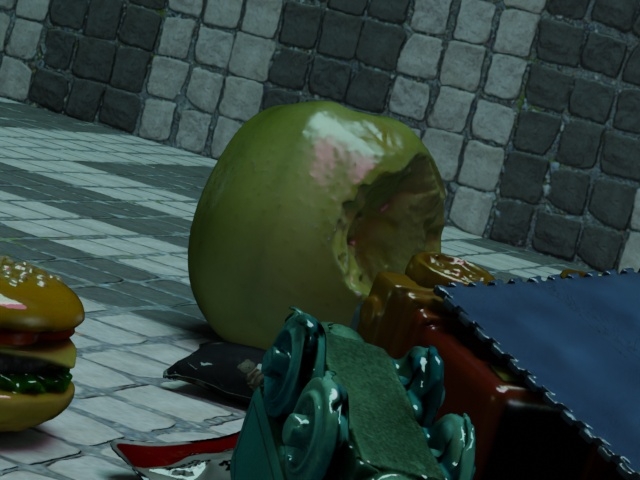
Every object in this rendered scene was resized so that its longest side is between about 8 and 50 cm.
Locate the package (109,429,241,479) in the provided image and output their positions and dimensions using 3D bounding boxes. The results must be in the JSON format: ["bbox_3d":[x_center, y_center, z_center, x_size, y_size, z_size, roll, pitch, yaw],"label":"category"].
[{"bbox_3d":[-0.017,0.175,1.235,0.154,0.030,0.239,2,15,-43],"label":"package"}]

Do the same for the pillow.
[{"bbox_3d":[-0.047,0.116,1.594,0.150,0.048,0.090,12,-2,13],"label":"pillow"}]

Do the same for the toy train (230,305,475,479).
[{"bbox_3d":[0.012,0.132,1.067,0.107,0.154,0.198,13,23,-17],"label":"toy train"}]

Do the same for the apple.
[{"bbox_3d":[0.000,0.000,1.849,0.279,0.279,0.279,14,7,-2],"label":"apple"}]

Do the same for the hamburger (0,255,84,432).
[{"bbox_3d":[-0.239,0.067,1.307,0.162,0.115,0.162,13,6,-1],"label":"hamburger"}]

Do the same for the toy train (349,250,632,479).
[{"bbox_3d":[0.159,0.128,1.474,0.369,0.163,0.231,9,20,-29],"label":"toy train"}]

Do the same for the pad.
[{"bbox_3d":[0.253,0.096,1.395,0.269,0.012,0.270,-2,32,-35],"label":"pad"}]
